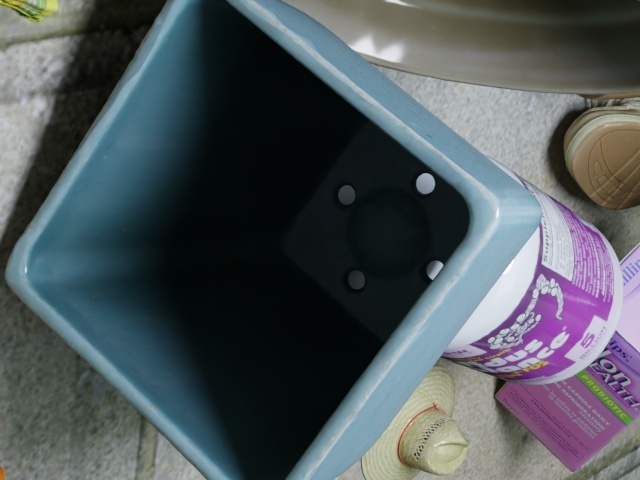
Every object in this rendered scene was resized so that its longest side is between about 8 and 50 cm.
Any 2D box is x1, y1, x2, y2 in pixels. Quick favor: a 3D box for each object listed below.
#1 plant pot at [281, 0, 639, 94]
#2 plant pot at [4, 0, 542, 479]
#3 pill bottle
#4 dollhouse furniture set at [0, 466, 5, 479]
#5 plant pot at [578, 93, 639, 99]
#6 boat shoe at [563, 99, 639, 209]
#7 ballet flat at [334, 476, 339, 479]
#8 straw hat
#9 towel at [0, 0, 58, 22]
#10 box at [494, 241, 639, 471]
[{"bbox_3d":[0.116,-0.271,0.983,0.323,0.323,0.280,20,78,-55],"label":"plant pot"},{"bbox_3d":[0.000,0.000,0.996,0.247,0.248,0.252,-55,160,17],"label":"plant pot"},{"bbox_3d":[0.126,0.020,1.254,0.301,0.169,0.169,24,92,-55],"label":"pill bottle"},{"bbox_3d":[-0.277,0.218,0.818,0.259,0.262,0.135,-16,128,-8],"label":"dollhouse furniture set"},{"bbox_3d":[0.320,-0.228,1.329,0.254,0.237,0.237,-26,133,-20],"label":"plant pot"},{"bbox_3d":[0.321,-0.092,1.519,0.104,0.089,0.285,-47,148,22],"label":"boat shoe"},{"bbox_3d":[-0.008,0.186,1.295,0.206,0.073,0.067,-53,171,-10],"label":"ballet flat"},{"bbox_3d":[0.107,0.194,1.435,0.144,0.061,0.144,-29,132,-39],"label":"straw hat"},{"bbox_3d":[-0.234,-0.178,0.749,0.021,0.102,0.237,-33,155,28],"label":"towel"},{"bbox_3d":[0.319,0.088,1.501,0.213,0.117,0.243,-40,168,-30],"label":"box"}]
